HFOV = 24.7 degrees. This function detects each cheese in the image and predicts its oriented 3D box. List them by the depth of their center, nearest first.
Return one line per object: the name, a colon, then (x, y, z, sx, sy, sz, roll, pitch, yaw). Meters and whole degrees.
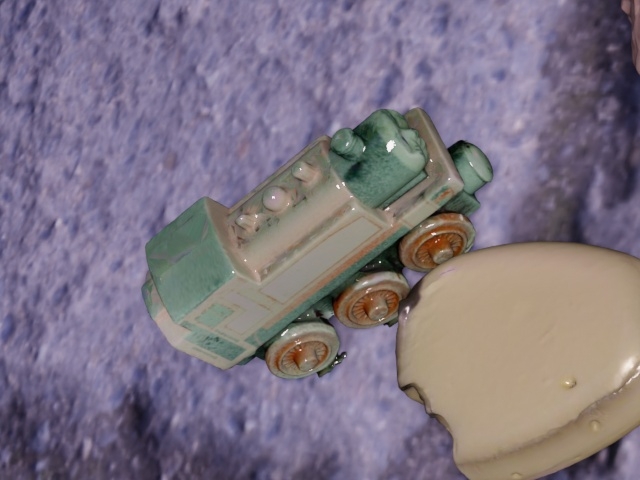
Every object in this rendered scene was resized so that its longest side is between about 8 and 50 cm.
cheese: (0.151, 0.047, 0.701, 0.255, 0.050, 0.127, -14, 58, 35)

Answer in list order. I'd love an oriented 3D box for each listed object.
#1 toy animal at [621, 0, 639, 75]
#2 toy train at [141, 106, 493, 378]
toy animal: (0.247, -0.164, 0.638, 0.226, 0.188, 0.358, 16, 78, 40)
toy train: (0.000, 0.000, 0.806, 0.194, 0.125, 0.080, -39, 51, 19)
